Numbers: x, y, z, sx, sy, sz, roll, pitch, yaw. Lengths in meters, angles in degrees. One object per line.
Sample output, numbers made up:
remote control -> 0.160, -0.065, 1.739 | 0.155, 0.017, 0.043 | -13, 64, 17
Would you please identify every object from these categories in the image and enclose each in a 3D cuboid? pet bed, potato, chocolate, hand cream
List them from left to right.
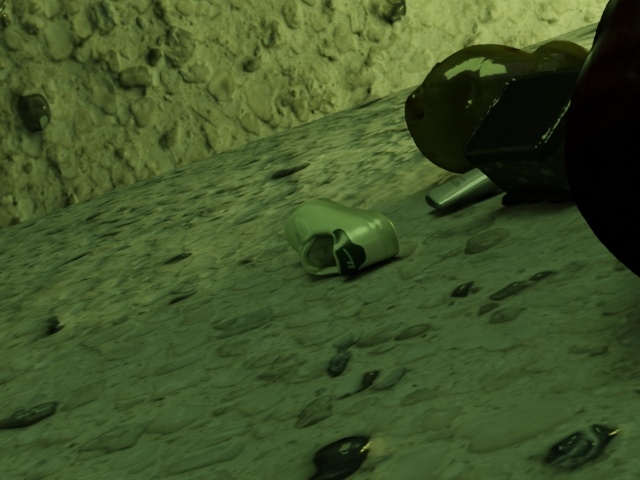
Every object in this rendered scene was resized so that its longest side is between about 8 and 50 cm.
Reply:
hand cream -> 0.284, -0.107, 2.150 | 0.255, 0.048, 0.079 | -22, 13, -6
potato -> 0.316, -0.236, 2.326 | 0.351, 0.202, 0.218 | -9, 26, 15
pet bed -> 0.342, -0.139, 1.977 | 0.183, 0.159, 0.211 | -57, 24, -19
chocolate -> 0.404, -0.096, 1.278 | 0.384, 0.383, 0.331 | -12, 31, 35

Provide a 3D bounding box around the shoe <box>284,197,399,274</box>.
shoe -> 0.000, 0.000, 2.020 | 0.110, 0.095, 0.265 | -27, 16, -30
